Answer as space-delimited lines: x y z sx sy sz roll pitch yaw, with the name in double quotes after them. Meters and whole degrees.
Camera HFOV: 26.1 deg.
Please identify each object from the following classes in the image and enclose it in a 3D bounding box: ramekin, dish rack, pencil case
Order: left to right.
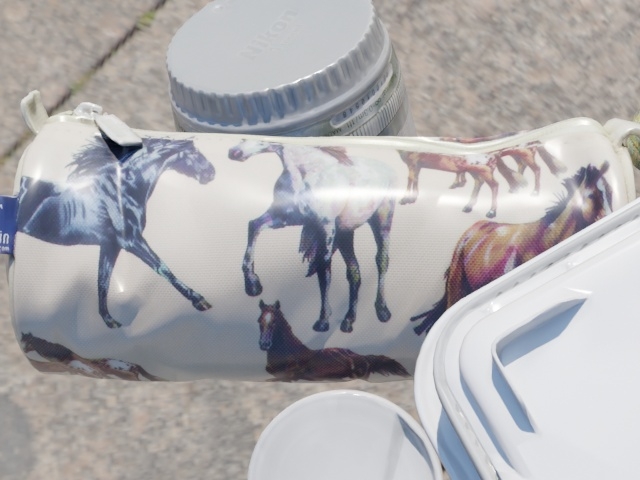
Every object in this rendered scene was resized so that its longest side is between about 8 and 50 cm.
0.000 0.000 0.880 0.410 0.160 0.183 0 114 6 "pencil case"
0.041 0.340 1.951 0.273 0.127 0.272 0 89 7 "ramekin"
0.229 0.075 0.609 0.333 0.072 0.285 -30 67 2 "dish rack"

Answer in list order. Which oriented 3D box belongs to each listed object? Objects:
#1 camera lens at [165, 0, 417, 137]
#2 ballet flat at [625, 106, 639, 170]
-0.016 -0.086 1.333 0.219 0.274 0.219 -10 39 8 "camera lens"
0.403 -0.073 1.359 0.123 0.348 0.123 -11 73 38 "ballet flat"
